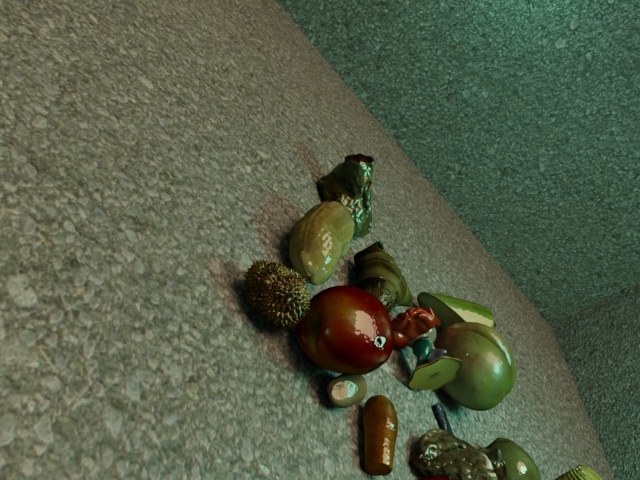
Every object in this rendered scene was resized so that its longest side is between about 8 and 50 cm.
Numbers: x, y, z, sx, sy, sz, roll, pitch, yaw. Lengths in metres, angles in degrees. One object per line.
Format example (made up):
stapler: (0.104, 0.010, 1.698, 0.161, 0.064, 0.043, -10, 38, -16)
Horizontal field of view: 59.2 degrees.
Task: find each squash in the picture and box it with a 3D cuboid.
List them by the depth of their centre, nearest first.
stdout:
squash: (0.473, 0.299, 2.033, 0.261, 0.189, 0.189, 12, 38, -14)

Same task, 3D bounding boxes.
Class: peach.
peach: (0.070, 0.211, 1.308, 0.244, 0.199, 0.243, 21, 6, -2)
peach: (0.496, 0.409, 1.847, 0.293, 0.247, 0.292, 18, 35, -13)

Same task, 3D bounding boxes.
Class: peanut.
peanut: (0.059, 0.346, 1.303, 0.152, 0.076, 0.076, 10, 50, -62)
peanut: (0.000, -0.006, 1.554, 0.159, 0.174, 0.340, 21, 22, 10)

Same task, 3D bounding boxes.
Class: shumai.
shumai: (0.369, 0.566, 1.448, 0.218, 0.186, 0.184, 50, 24, -11)
shumai: (0.134, -0.160, 1.961, 0.271, 0.204, 0.222, 56, 24, -7)

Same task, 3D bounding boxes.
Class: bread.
bread: (0.726, 0.795, 1.711, 0.153, 0.288, 0.119, 21, 31, -54)

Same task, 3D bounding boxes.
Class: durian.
durian: (-0.092, 0.121, 1.247, 0.168, 0.137, 0.158, 46, 18, -57)

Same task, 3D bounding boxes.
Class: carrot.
carrot: (0.139, 0.445, 1.304, 0.087, 0.087, 0.193, 45, 23, -21)

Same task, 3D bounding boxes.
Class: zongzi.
zongzi: (0.213, 0.189, 1.750, 0.288, 0.134, 0.285, 52, 29, -27)

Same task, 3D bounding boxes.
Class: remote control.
remote control: (0.374, 0.558, 1.673, 0.044, 0.027, 0.152, 30, 35, -52)

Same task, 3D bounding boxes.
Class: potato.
potato: (0.575, 0.694, 1.709, 0.235, 0.160, 0.177, -59, 131, -79)

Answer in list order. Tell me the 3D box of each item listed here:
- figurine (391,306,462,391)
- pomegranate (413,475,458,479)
figurine: (0.304, 0.300, 1.711, 0.209, 0.180, 0.257, 7, 38, -22)
pomegranate: (0.237, 0.605, 1.148, 0.210, 0.210, 0.234, 2, 97, -62)
